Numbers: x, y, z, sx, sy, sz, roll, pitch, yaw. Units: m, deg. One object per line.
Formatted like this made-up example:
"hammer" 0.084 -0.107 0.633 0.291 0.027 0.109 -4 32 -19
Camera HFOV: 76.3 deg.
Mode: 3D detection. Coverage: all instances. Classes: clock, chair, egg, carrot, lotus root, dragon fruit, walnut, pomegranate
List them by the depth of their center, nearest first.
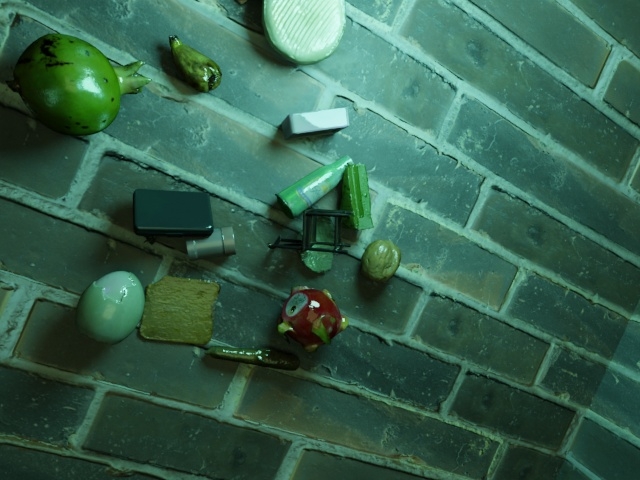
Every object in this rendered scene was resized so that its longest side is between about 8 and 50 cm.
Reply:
"pomegranate" -0.647 -0.432 1.119 0.341 0.260 0.260 -27 105 -24
"egg" -0.631 0.197 1.244 0.183 0.183 0.217 31 75 -18
"lotus root" -0.390 -0.541 1.252 0.191 0.094 0.108 42 62 -9
"chair" -0.032 -0.035 1.344 0.260 0.154 0.141 4 99 8
"clock" -0.019 -0.384 1.346 0.197 0.150 0.063 -12 98 -15
"dragon fruit" -0.031 0.274 1.417 0.224 0.224 0.227 -42 118 -7
"carrot" -0.238 0.413 1.447 0.343 0.070 0.070 13 94 -16
"walnut" 0.221 0.076 1.489 0.167 0.149 0.166 -19 127 -28

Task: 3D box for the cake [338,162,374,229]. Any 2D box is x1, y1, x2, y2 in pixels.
"cake" 0.135 -0.148 1.416 0.100 0.099 0.235 -10 115 -37

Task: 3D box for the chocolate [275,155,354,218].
"chocolate" -0.010 -0.193 1.407 0.291 0.110 0.110 -36 106 -11

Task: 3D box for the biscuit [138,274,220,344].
"biscuit" -0.474 0.236 1.379 0.237 0.013 0.231 10 96 -18

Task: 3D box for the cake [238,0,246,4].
"cake" -0.160 -0.864 1.261 0.287 0.098 0.135 -36 106 -8

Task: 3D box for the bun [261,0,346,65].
"bun" -0.056 -0.702 1.291 0.288 0.146 0.287 -3 103 -15

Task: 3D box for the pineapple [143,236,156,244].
"pineapple" -0.514 -0.037 1.305 0.058 0.058 0.124 32 90 -18

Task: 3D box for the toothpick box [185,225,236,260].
"toothpick box" -0.358 0.010 1.333 0.149 0.098 0.098 -8 100 -14

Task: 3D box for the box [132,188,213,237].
"box" -0.454 -0.086 1.261 0.231 0.050 0.160 0 56 -27

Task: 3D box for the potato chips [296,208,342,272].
"potato chips" 0.000 0.001 1.455 0.167 0.059 0.228 18 102 -10
